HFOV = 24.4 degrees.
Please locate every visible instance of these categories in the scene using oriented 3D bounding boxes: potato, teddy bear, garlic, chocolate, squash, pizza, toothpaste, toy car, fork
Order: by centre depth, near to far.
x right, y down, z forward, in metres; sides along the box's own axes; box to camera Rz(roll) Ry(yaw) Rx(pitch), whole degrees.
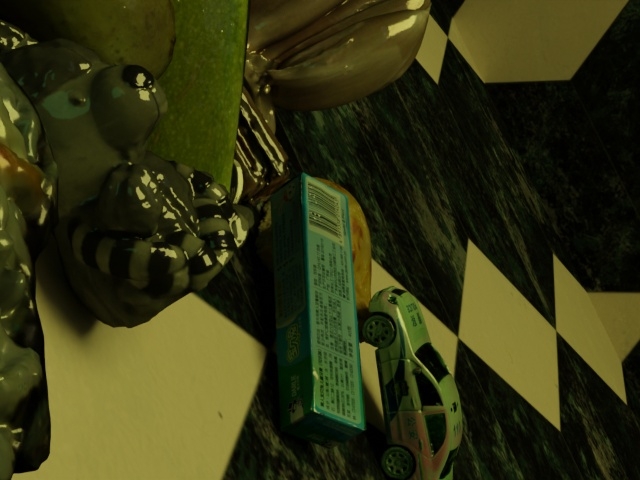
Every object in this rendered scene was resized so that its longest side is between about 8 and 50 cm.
[{"bbox_3d":[-0.160,-0.045,1.040,0.251,0.144,0.171,50,35,-27],"label":"teddy bear"},{"bbox_3d":[-0.219,-0.247,1.182,0.298,0.141,0.176,67,30,-15],"label":"potato"},{"bbox_3d":[-0.165,-0.125,1.346,0.093,0.169,0.252,1,96,-67],"label":"squash"},{"bbox_3d":[-0.005,0.060,1.381,0.065,0.050,0.266,27,44,-36],"label":"toothpaste"},{"bbox_3d":[-0.096,-0.117,1.413,0.034,0.028,0.219,124,-38,-68],"label":"fork"},{"bbox_3d":[-0.126,-0.187,1.475,0.329,0.065,0.102,60,18,-1],"label":"chocolate"},{"bbox_3d":[0.099,0.157,1.512,0.090,0.076,0.224,-16,98,-70],"label":"toy car"},{"bbox_3d":[0.001,-0.005,1.537,0.204,0.081,0.188,34,33,-54],"label":"pizza"},{"bbox_3d":[-0.011,-0.243,1.619,0.237,0.292,0.210,12,-45,58],"label":"garlic"}]

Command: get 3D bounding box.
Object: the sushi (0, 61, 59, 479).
[{"bbox_3d":[-0.235,0.018,0.672,0.211,0.171,0.350,46,23,-37],"label":"sushi"}]
